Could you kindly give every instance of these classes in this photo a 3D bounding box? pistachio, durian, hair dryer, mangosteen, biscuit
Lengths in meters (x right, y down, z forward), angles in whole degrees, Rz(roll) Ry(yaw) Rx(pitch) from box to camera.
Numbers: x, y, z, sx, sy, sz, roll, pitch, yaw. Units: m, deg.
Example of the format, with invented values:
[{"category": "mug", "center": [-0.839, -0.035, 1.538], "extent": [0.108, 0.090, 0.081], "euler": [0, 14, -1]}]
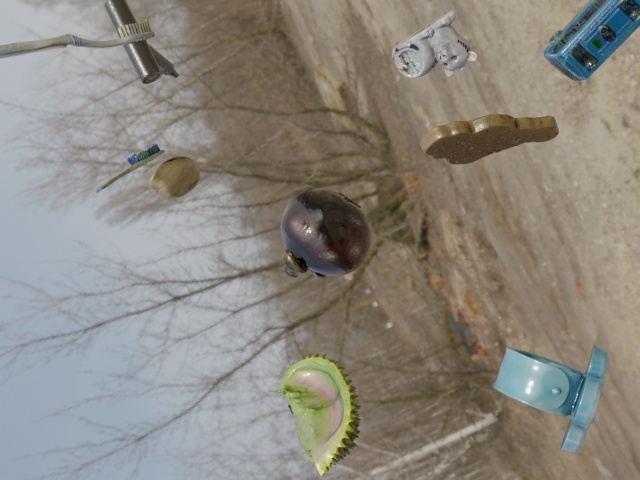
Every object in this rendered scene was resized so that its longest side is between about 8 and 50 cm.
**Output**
[{"category": "pistachio", "center": [-0.375, -0.162, 1.701], "extent": [0.113, 0.149, 0.113], "euler": [24, 136, 26]}, {"category": "durian", "center": [-0.002, 0.391, 1.601], "extent": [0.355, 0.169, 0.157], "euler": [-140, 43, -60]}, {"category": "hair dryer", "center": [-0.351, -0.393, 1.367], "extent": [0.173, 0.050, 0.195], "euler": [65, -170, 2]}, {"category": "mangosteen", "center": [0.008, -0.016, 2.068], "extent": [0.297, 0.293, 0.297], "euler": [46, 165, 16]}, {"category": "biscuit", "center": [0.380, -0.233, 1.496], "extent": [0.183, 0.320, 0.047], "euler": [75, -175, -74]}]

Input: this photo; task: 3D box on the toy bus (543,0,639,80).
[{"category": "toy bus", "center": [0.651, -0.493, 1.561], "extent": [0.113, 0.246, 0.134], "euler": [36, -155, -13]}]

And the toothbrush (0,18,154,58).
[{"category": "toothbrush", "center": [-0.433, -0.304, 1.041], "extent": [0.028, 0.375, 0.037], "euler": [1, 109, 55]}]

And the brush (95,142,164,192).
[{"category": "brush", "center": [-0.346, -0.135, 1.206], "extent": [0.030, 0.033, 0.178], "euler": [64, -146, -16]}]

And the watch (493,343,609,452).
[{"category": "watch", "center": [0.448, 0.284, 1.314], "extent": [0.193, 0.211, 0.211], "euler": [19, 164, 21]}]

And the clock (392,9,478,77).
[{"category": "clock", "center": [0.238, -0.393, 1.413], "extent": [0.117, 0.176, 0.080], "euler": [56, -132, -14]}]
